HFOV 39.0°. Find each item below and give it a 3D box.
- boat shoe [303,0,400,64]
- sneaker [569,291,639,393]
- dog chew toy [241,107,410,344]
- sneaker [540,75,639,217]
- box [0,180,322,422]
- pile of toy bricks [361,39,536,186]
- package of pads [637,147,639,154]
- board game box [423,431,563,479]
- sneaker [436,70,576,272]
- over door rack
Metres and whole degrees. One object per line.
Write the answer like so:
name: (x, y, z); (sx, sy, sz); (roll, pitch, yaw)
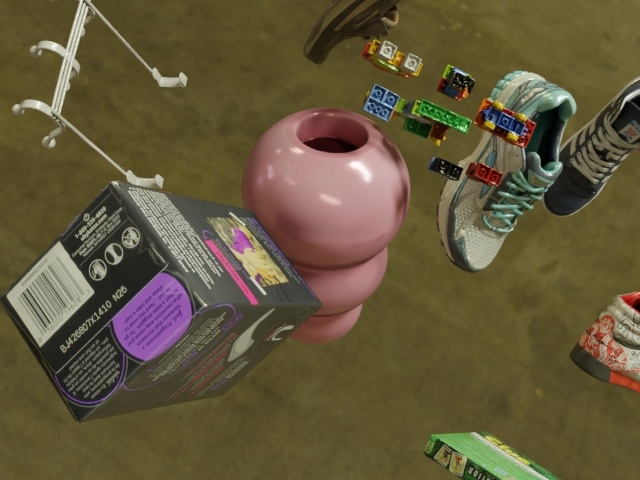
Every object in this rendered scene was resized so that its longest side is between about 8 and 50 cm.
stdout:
boat shoe: (0.090, -0.447, 1.769); (0.130, 0.355, 0.132); (38, 49, -9)
sneaker: (0.536, 0.170, 1.476); (0.270, 0.145, 0.090); (18, 22, -36)
dog chew toy: (0.000, 0.000, 1.158); (0.207, 0.331, 0.206); (4, 40, -3)
sneaker: (0.461, -0.147, 1.452); (0.099, 0.282, 0.153); (38, 14, -1)
box: (-0.140, 0.060, 0.877); (0.143, 0.165, 0.270); (52, 13, 17)
pile of toy bricks: (0.128, -0.141, 1.051); (0.212, 0.105, 0.118); (25, 90, -13)
package of pads: (0.624, -0.167, 1.699); (0.032, 0.083, 0.050); (-23, 93, 5)
board game box: (0.242, 0.275, 0.932); (0.260, 0.030, 0.136); (29, 10, 36)
sneaker: (0.249, -0.084, 1.205); (0.110, 0.283, 0.122); (12, 11, -32)
over door rack: (-0.386, -0.253, 1.578); (0.108, 0.324, 0.239); (-1, 69, 30)
